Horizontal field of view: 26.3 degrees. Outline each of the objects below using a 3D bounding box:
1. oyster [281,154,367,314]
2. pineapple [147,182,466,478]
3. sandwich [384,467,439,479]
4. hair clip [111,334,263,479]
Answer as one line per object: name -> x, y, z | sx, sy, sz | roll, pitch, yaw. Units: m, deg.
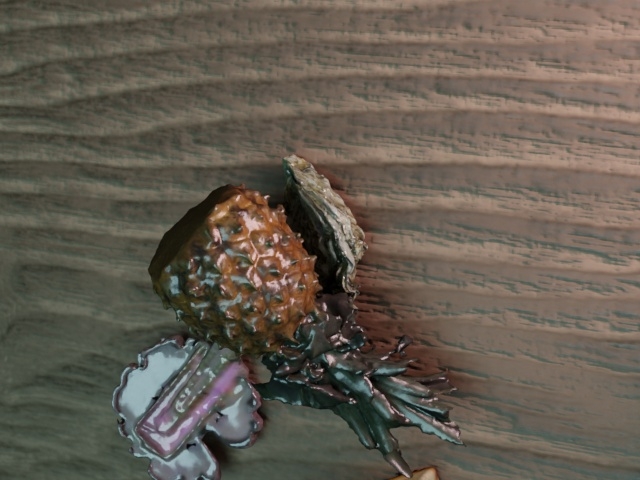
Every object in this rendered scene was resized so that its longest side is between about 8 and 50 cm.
oyster -> 0.000, 0.000, 1.489 | 0.125, 0.064, 0.177 | 13, 116, 36
pineapple -> -0.013, 0.106, 1.408 | 0.165, 0.165, 0.364 | -36, 110, 26
sandwich -> 0.048, 0.369, 1.512 | 0.220, 0.108, 0.186 | -21, 91, 24
hair clip -> -0.117, 0.146, 1.562 | 0.173, 0.069, 0.300 | 44, 114, 11
